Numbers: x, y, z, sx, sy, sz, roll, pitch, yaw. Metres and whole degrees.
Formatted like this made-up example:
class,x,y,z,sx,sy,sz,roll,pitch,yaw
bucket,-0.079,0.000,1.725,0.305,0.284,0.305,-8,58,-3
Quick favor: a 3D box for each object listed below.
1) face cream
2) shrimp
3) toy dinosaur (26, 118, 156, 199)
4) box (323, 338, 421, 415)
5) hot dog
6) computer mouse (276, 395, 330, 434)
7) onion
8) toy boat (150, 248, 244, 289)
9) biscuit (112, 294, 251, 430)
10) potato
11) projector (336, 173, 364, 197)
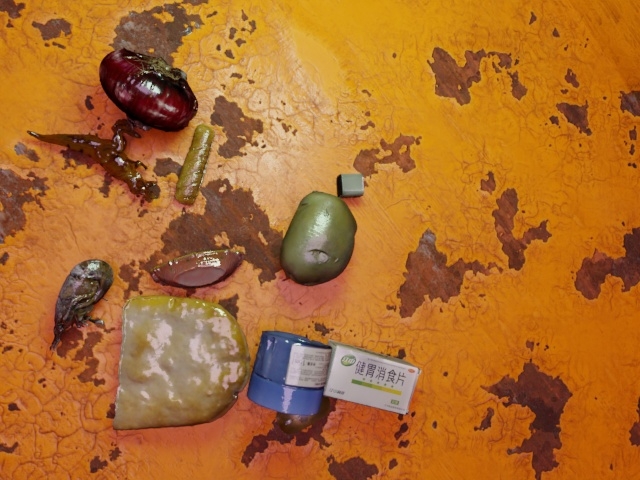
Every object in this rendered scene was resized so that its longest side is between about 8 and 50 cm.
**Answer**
class,x,y,z,sx,sy,sz,roll,pitch,yaw
face cream,-0.098,0.425,1.462,0.248,0.249,0.225,16,81,-12
shrimp,-0.762,0.213,1.394,0.116,0.145,0.343,30,92,31
toy dinosaur,-0.691,-0.309,1.444,0.432,0.097,0.208,33,91,-6
box,0.168,0.484,1.574,0.332,0.145,0.173,18,86,-11
hot dog,-0.430,-0.263,1.516,0.087,0.061,0.286,11,84,-1
computer mouse,-0.059,0.605,1.570,0.199,0.045,0.102,-26,91,-13
onion,-0.540,-0.460,1.392,0.314,0.314,0.232,37,110,-9
toy boat,-0.409,0.098,1.492,0.317,0.099,0.141,-12,118,-12
biscuit,-0.451,0.389,1.448,0.445,0.104,0.430,-2,87,-3
potato,0.000,0.000,1.518,0.243,0.221,0.327,27,78,-8
projector,0.107,-0.199,1.619,0.082,0.083,0.083,-3,89,-12
